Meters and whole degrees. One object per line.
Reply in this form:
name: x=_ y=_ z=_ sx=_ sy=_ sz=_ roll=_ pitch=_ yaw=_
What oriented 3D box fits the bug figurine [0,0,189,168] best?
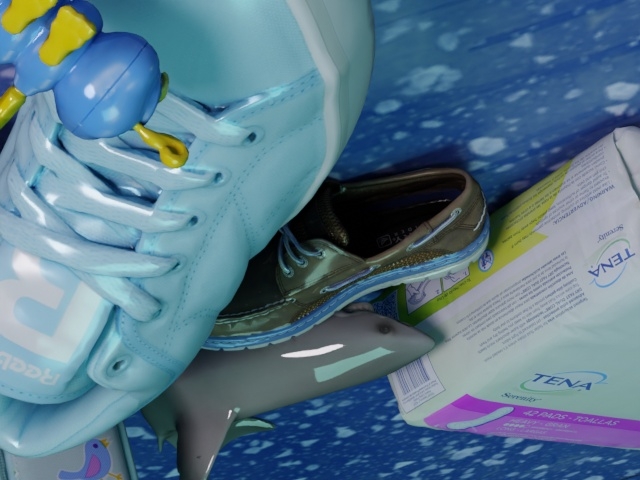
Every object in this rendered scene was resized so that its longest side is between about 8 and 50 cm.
bug figurine: x=-0.182 y=-0.053 z=0.545 sx=0.216 sy=0.072 sz=0.279 roll=43 pitch=130 yaw=-13

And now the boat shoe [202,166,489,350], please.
boat shoe: x=0.000 y=0.000 z=0.833 sx=0.183 sy=0.066 sz=0.066 roll=-21 pitch=149 yaw=-5

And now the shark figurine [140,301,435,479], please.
shark figurine: x=-0.069 y=0.114 z=0.946 sx=0.166 sy=0.116 sz=0.278 roll=17 pitch=149 yaw=-20

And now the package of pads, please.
package of pads: x=0.214 y=0.042 z=0.957 sx=0.296 sy=0.101 sz=0.229 roll=9 pitch=146 yaw=-38

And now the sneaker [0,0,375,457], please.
sneaker: x=-0.080 y=-0.006 z=0.640 sx=0.135 sy=0.150 sz=0.366 roll=26 pitch=148 yaw=3

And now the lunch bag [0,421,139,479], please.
lunch bag: x=-0.197 y=0.180 z=0.917 sx=0.108 sy=0.224 sz=0.279 roll=-1 pitch=145 yaw=-30
